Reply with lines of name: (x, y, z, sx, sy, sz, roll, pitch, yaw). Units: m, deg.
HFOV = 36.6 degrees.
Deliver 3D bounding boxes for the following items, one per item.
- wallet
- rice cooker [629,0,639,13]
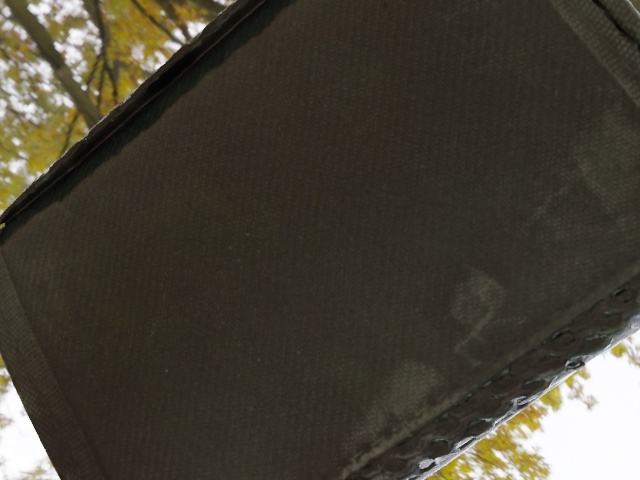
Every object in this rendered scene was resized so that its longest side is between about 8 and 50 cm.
wallet: (0.000, 0.000, 0.456, 0.342, 0.075, 0.237, -39, -107, 16)
rice cooker: (0.225, -0.145, 0.875, 0.288, 0.277, 0.288, -1, -103, 6)
